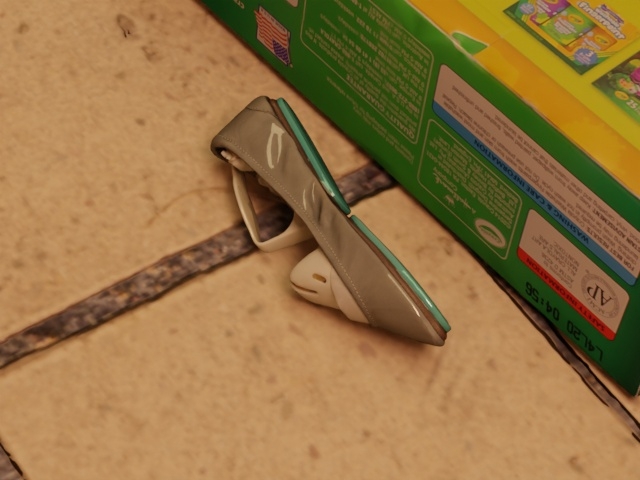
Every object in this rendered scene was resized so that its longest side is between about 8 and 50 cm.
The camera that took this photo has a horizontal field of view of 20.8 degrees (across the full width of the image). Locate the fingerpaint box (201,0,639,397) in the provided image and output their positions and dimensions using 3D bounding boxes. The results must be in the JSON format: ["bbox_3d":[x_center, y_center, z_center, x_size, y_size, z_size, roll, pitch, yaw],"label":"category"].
[{"bbox_3d":[0.187,-0.172,1.155,0.371,0.163,0.445,-33,62,-27],"label":"fingerpaint box"}]

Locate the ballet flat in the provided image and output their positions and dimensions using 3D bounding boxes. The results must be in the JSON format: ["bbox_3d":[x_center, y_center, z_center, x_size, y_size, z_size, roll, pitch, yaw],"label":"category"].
[{"bbox_3d":[0.000,0.000,1.068,0.068,0.072,0.213,-36,59,1],"label":"ballet flat"}]
